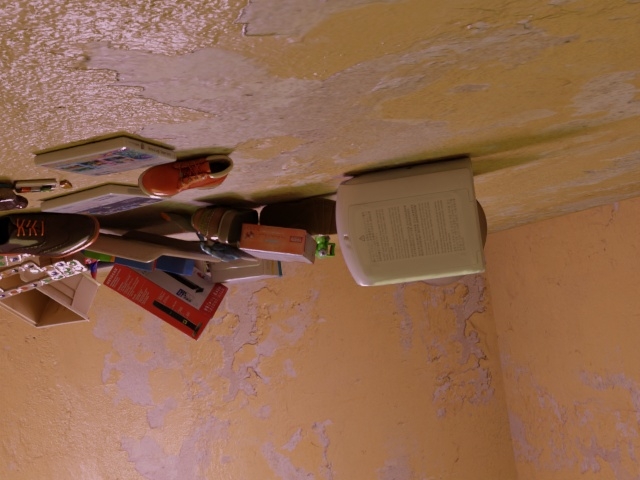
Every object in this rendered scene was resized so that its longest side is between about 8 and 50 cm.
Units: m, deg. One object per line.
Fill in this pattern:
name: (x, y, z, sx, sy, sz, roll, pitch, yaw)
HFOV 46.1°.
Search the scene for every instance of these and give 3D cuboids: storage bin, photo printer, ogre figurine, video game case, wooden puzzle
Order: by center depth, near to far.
video game case: (-0.322, -0.125, 1.140, 0.157, 0.019, 0.143, -8, 175, 19)
wooden puzzle: (-0.492, -0.092, 1.304, 0.116, 0.014, 0.078, -5, 175, -16)
video game case: (-0.426, -0.080, 1.504, 0.190, 0.022, 0.173, -11, 174, 28)
photo printer: (0.190, -0.033, 1.636, 0.307, 0.256, 0.107, -9, -165, 11)
wooden puzzle: (-0.458, 0.030, 1.888, 0.322, 0.081, 0.348, 10, -177, 20)
storage bin: (-0.826, 0.130, 2.181, 0.262, 0.123, 0.260, -10, 141, 37)
ogre figurine: (0.000, 0.000, 2.524, 0.096, 0.118, 0.197, -5, 174, -21)

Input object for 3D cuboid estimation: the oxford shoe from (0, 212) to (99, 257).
oxford shoe: (-0.611, -0.013, 1.607, 0.271, 0.097, 0.098, -8, 169, 6)

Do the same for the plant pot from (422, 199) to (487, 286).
plant pot: (0.220, -0.041, 1.832, 0.274, 0.257, 0.256, 19, 159, -41)

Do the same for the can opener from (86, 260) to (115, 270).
can opener: (-0.736, 0.048, 2.409, 0.283, 0.076, 0.095, -10, -153, 22)

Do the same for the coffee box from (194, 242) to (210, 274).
coffee box: (-0.510, 0.073, 2.611, 0.168, 0.119, 0.297, -9, 175, 36)

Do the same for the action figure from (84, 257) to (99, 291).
action figure: (-0.774, 0.090, 2.290, 0.280, 0.139, 0.091, -11, 150, 9)

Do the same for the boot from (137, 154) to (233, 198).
boot: (-0.221, -0.112, 1.249, 0.158, 0.059, 0.084, -14, 177, -32)

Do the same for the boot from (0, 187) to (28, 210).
boot: (-0.563, -0.068, 1.284, 0.106, 0.037, 0.114, -8, 180, -8)

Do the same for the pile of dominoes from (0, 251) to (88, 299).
pile of dominoes: (-0.678, 0.075, 1.743, 0.251, 0.040, 0.196, -19, 153, 2)

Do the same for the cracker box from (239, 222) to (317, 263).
cracker box: (-0.101, 0.011, 1.880, 0.155, 0.067, 0.232, 7, 174, 7)

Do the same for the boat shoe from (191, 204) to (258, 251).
boat shoe: (-0.230, -0.042, 1.854, 0.104, 0.111, 0.307, 15, 175, 8)

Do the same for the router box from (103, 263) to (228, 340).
router box: (-0.435, 0.133, 2.181, 0.301, 0.082, 0.335, 32, -170, -6)

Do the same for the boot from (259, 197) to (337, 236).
boot: (-0.002, -0.053, 1.975, 0.261, 0.095, 0.203, -2, 176, 23)

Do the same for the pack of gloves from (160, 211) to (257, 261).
pack of gloves: (-0.285, 0.007, 1.901, 0.195, 0.046, 0.232, 38, -170, 16)

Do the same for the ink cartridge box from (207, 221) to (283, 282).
ink cartridge box: (-0.235, 0.042, 2.355, 0.171, 0.168, 0.232, -9, 175, 9)
